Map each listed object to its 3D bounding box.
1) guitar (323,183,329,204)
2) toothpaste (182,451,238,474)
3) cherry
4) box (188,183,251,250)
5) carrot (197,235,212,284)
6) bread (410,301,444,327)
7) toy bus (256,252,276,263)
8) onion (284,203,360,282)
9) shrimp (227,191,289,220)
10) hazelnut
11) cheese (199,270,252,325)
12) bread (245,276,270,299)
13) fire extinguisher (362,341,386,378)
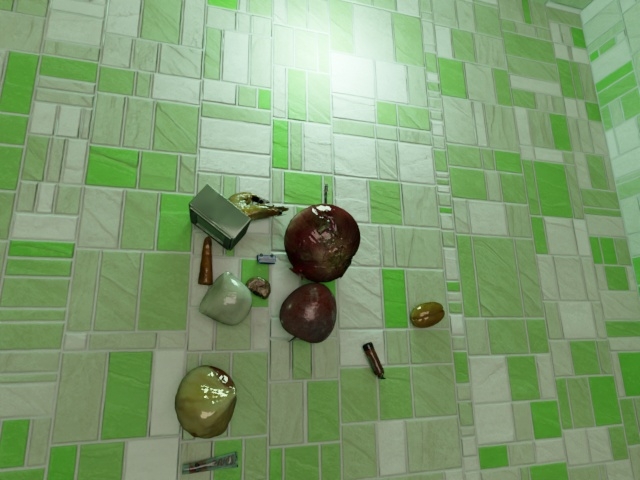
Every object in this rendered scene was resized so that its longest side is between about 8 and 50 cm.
[{"bbox_3d":[0.027,-0.161,1.985,0.088,0.025,0.233,6,75,-14],"label":"guitar"},{"bbox_3d":[-0.418,0.852,1.581,0.205,0.036,0.056,0,74,-21],"label":"toothpaste"},{"bbox_3d":[-0.049,0.315,1.733,0.236,0.213,0.285,36,89,-36],"label":"cherry"},{"bbox_3d":[-0.421,-0.083,1.722,0.225,0.225,0.117,39,69,-3],"label":"box"},{"bbox_3d":[-0.479,0.082,1.751,0.061,0.061,0.210,4,73,-16],"label":"carrot"},{"bbox_3d":[0.515,0.350,1.975,0.189,0.077,0.114,-15,76,-17],"label":"bread"},{"bbox_3d":[-0.239,0.083,1.834,0.083,0.038,0.046,4,78,-15],"label":"toy bus"},{"bbox_3d":[0.003,0.016,1.785,0.353,0.353,0.354,4,75,-16],"label":"onion"},{"bbox_3d":[-0.289,-0.157,1.875,0.287,0.063,0.152,-6,62,-19],"label":"shrimp"},{"bbox_3d":[-0.410,0.596,1.532,0.241,0.261,0.261,-11,78,12],"label":"hazelnut"},{"bbox_3d":[-0.370,0.246,1.690,0.189,0.154,0.198,35,72,-10],"label":"cheese"},{"bbox_3d":[-0.264,0.199,1.784,0.113,0.060,0.082,32,70,-9],"label":"bread"},{"bbox_3d":[0.245,0.544,1.856,0.062,0.050,0.177,-15,79,-59],"label":"fire extinguisher"}]
